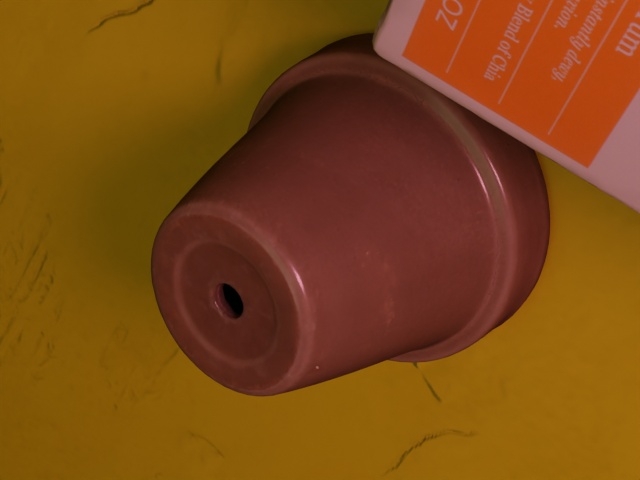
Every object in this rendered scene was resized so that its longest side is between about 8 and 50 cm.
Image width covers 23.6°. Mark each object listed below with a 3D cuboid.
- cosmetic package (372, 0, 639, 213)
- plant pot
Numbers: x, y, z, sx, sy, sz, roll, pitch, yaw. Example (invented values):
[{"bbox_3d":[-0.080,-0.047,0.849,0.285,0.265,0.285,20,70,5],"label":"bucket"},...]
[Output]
[{"bbox_3d":[0.275,-0.097,0.796,0.453,0.161,0.230,31,148,7],"label":"cosmetic package"},{"bbox_3d":[0.000,0.000,1.136,0.263,0.229,0.263,20,124,33],"label":"plant pot"}]
